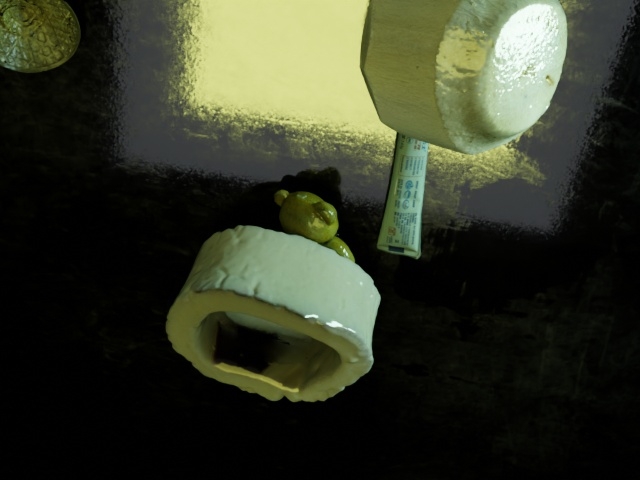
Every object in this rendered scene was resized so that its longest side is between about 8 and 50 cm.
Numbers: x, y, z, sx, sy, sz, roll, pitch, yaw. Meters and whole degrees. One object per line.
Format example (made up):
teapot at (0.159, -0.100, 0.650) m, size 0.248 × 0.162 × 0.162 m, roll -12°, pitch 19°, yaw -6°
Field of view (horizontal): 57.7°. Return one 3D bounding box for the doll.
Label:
doll at (0.000, 0.000, 0.988) m, size 0.137 × 0.097 × 0.210 m, roll 12°, pitch 139°, yaw 34°

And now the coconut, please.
coconut at (0.170, -0.245, 0.767) m, size 0.237 × 0.265 × 0.238 m, roll -22°, pitch 129°, yaw -30°

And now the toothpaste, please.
toothpaste at (0.141, -0.093, 0.941) m, size 0.069 × 0.047 × 0.269 m, roll -3°, pitch 118°, yaw -12°

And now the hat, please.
hat at (-0.444, -0.332, 0.873) m, size 0.145 × 0.067 × 0.146 m, roll -21°, pitch 150°, yaw -13°

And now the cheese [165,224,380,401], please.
cheese at (-0.073, 0.133, 0.970) m, size 0.331 × 0.153 × 0.292 m, roll 18°, pitch 137°, yaw 0°
